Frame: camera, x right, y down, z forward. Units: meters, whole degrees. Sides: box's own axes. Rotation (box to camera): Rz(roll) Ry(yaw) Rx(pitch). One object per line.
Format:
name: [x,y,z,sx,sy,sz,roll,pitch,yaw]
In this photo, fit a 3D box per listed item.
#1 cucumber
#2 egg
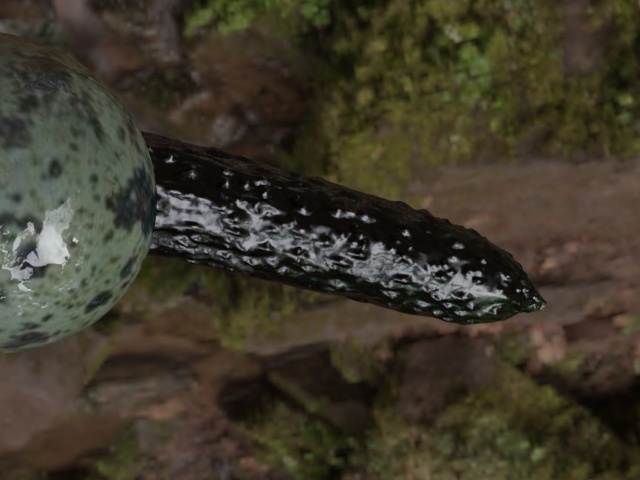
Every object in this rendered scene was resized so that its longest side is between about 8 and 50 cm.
cucumber: [0.000,-0.001,0.855,0.300,0.072,0.072,15,143,-22]
egg: [-0.146,-0.026,0.633,0.132,0.172,0.132,-28,136,-30]
